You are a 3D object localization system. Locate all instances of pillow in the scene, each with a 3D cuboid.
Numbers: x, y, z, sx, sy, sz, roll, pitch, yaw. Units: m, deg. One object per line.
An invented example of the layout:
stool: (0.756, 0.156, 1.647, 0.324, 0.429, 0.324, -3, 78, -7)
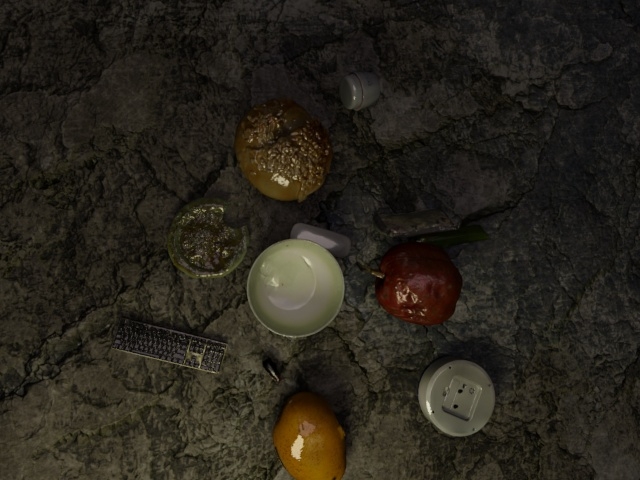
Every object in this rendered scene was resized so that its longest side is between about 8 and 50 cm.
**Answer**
pillow: (0.292, -0.049, 1.301, 0.254, 0.169, 0.059, -7, 116, -10)

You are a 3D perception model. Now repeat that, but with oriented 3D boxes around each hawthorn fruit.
hawthorn fruit: (0.287, 0.129, 1.232, 0.261, 0.258, 0.259, 6, 83, -36)

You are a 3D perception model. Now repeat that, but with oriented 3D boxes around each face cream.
face cream: (0.123, -0.475, 1.319, 0.104, 0.117, 0.117, -16, 88, -19)

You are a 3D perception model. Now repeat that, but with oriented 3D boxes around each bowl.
bowl: (-0.077, 0.137, 1.219, 0.276, 0.145, 0.277, 1, 85, -11)

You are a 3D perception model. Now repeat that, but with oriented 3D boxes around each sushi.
sushi: (-0.139, 0.381, 1.237, 0.044, 0.046, 0.083, -36, 91, -11)

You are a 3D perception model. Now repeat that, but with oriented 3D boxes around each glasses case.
glasses case: (0.000, 0.000, 1.290, 0.193, 0.049, 0.074, 15, 83, -8)

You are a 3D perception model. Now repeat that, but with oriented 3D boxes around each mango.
mango: (-0.028, 0.581, 1.188, 0.190, 0.160, 0.291, -29, 99, -17)

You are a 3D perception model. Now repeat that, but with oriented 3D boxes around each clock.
clock: (0.423, 0.482, 1.300, 0.230, 0.083, 0.231, 1, 83, -8)

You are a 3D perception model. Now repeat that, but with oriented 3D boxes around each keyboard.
keyboard: (-0.435, 0.302, 1.208, 0.316, 0.027, 0.106, 15, 83, -7)

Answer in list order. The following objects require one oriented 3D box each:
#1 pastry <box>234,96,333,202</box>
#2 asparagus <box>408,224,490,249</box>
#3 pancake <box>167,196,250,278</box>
pastry: (-0.107, -0.273, 1.230, 0.284, 0.184, 0.316, -36, 91, -9)
asparagus: (0.422, -0.011, 1.353, 0.277, 0.060, 0.068, -11, 77, -10)
pancake: (-0.337, -0.005, 1.245, 0.253, 0.037, 0.254, 1, 85, -10)
